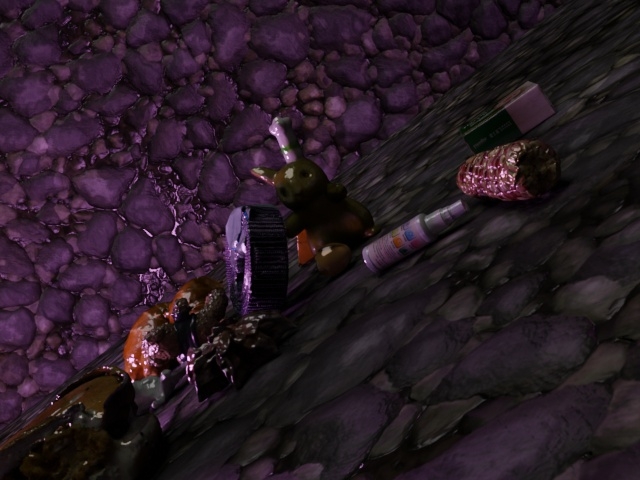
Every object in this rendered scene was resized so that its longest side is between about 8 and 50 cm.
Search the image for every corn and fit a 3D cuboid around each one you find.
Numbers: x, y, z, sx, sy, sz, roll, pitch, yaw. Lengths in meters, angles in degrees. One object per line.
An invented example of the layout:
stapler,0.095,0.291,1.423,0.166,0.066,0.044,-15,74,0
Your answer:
corn,0.303,-0.110,1.218,0.098,0.098,0.290,-39,5,-7

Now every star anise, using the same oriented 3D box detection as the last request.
star anise,-0.171,0.208,1.432,0.236,0.109,0.223,-38,13,-15

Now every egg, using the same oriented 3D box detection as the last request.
egg,0.031,0.040,1.604,0.083,0.071,0.071,-19,15,19

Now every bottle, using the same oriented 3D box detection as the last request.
bottle,0.174,-0.011,1.325,0.217,0.060,0.060,-33,10,32

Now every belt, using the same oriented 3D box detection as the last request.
belt,-0.151,0.046,1.691,0.122,0.260,0.325,-3,1,-16

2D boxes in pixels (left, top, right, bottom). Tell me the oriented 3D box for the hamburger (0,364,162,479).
hamburger,-0.439,0.375,1.327,0.318,0.195,0.277,-33,6,10

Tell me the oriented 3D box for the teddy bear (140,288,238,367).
teddy bear,-0.292,0.209,1.696,0.251,0.182,0.129,-25,24,-32

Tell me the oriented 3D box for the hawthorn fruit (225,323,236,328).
hawthorn fruit,-0.168,0.212,1.582,0.103,0.067,0.067,-10,11,3

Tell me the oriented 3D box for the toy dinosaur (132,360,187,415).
toy dinosaur,-0.448,0.375,1.643,0.393,0.092,0.205,-32,0,16

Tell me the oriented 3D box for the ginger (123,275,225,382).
ginger,-0.390,0.256,1.944,0.357,0.152,0.274,-38,28,4

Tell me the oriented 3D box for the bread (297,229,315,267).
bread,0.000,0.000,2.001,0.140,0.169,0.160,-78,1,-78

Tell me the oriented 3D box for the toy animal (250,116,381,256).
toy animal,-0.029,-0.102,1.721,0.181,0.363,0.180,-39,22,11

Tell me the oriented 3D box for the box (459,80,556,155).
box,0.416,-0.268,1.637,0.199,0.081,0.135,-33,9,14
